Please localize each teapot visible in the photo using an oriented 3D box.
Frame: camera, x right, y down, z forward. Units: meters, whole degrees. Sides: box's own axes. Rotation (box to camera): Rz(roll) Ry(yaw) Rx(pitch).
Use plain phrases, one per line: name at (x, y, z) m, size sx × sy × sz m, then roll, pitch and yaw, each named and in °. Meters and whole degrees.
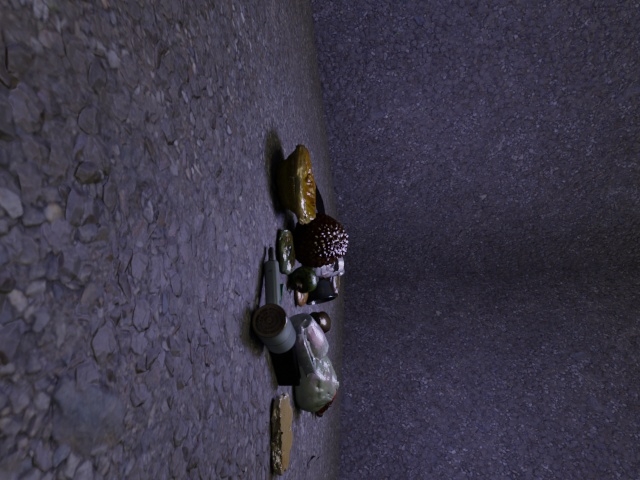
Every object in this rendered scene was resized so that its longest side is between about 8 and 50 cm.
teapot at (-0.078, 0.383, 1.507) m, size 0.221 × 0.163 × 0.178 m, roll -57°, pitch 134°, yaw -54°

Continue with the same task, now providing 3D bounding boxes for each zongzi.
zongzi at (0.053, 0.201, 2.558) m, size 0.288 × 0.134 × 0.285 m, roll 76°, pitch 11°, yaw -58°

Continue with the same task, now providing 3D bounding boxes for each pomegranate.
pomegranate at (-0.080, 0.176, 1.705) m, size 0.161 × 0.122 × 0.122 m, roll -36°, pitch 126°, yaw -53°

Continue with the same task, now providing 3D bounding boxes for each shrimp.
shrimp at (-0.086, 0.207, 1.865) m, size 0.115 × 0.051 × 0.217 m, roll 76°, pitch 16°, yaw -45°

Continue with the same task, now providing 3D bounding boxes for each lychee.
lychee at (0.000, 0.000, 1.790) m, size 0.267 × 0.268 × 0.267 m, roll -3°, pitch 90°, yaw -82°

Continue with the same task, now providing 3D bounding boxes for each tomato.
tomato at (0.002, 0.806, 2.123) m, size 0.189 × 0.099 × 0.173 m, roll -54°, pitch -159°, yaw 20°

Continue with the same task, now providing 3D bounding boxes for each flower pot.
flower pot at (-0.005, 0.269, 2.106) m, size 0.157 × 0.158 × 0.106 m, roll 64°, pitch 12°, yaw -71°

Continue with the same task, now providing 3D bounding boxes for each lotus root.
lotus root at (-0.010, 0.423, 2.052) m, size 0.241 × 0.124 × 0.122 m, roll 49°, pitch 28°, yaw -78°

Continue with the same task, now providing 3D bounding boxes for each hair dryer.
hair dryer at (-0.148, 0.167, 1.292) m, size 0.173 × 0.108 × 0.357 m, roll 80°, pitch 4°, yaw -58°

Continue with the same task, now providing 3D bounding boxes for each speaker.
speaker at (-0.120, 0.417, 1.390) m, size 0.044 × 0.082 × 0.218 m, roll -81°, pitch 166°, yaw -57°

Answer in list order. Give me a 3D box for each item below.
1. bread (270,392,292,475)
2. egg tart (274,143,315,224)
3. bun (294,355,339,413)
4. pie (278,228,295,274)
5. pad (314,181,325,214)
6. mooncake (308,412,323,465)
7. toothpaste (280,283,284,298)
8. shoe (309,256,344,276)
bread at (-0.131, 0.656, 1.378) m, size 0.182 × 0.039 × 0.250 m, roll 58°, pitch 30°, yaw -76°
egg tart at (-0.099, -0.227, 1.623) m, size 0.341 × 0.132 × 0.341 m, roll -4°, pitch 90°, yaw -83°
bun at (-0.009, 0.615, 1.779) m, size 0.283 × 0.179 × 0.283 m, roll -5°, pitch 90°, yaw -80°
pie at (-0.134, 0.044, 1.589) m, size 0.187 × 0.041 × 0.186 m, roll -2°, pitch 90°, yaw -82°
pad at (-0.022, -0.197, 2.419) m, size 0.375 × 0.063 × 0.314 m, roll -97°, pitch 164°, yaw -49°
mooncake at (-0.015, 0.992, 2.041) m, size 0.347 × 0.057 × 0.150 m, roll -73°, pitch 175°, yaw -83°
toothpaste at (-0.150, 0.195, 1.486) m, size 0.083 × 0.020 × 0.017 m, roll -84°, pitch 170°, yaw -50°
shoe at (0.026, 0.116, 2.169) m, size 0.351 × 0.198 × 0.171 m, roll 36°, pitch 50°, yaw -82°
